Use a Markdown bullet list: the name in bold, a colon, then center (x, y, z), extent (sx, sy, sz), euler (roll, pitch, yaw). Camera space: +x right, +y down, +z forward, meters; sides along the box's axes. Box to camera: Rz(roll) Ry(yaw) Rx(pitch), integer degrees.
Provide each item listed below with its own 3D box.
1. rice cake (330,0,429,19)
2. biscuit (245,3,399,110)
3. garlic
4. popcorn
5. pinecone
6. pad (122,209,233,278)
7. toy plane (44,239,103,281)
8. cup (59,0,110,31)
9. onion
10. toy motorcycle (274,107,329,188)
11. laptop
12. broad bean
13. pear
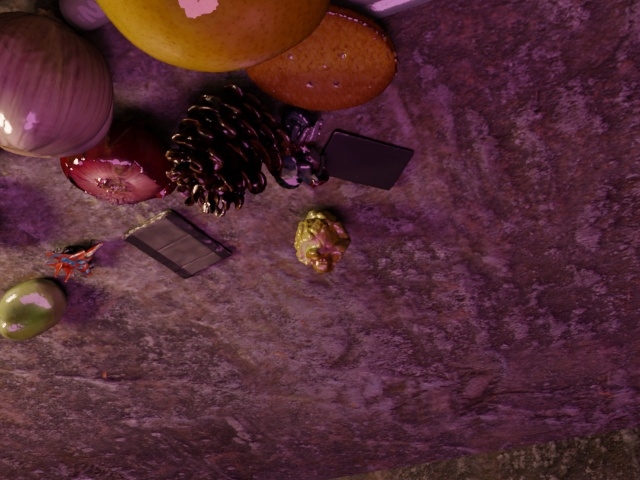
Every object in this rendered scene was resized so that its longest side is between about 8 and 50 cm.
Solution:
- **rice cake**: center (0.114, -0.441, 1.475), extent (0.221, 0.042, 0.080), euler (-16, 141, 18)
- **biscuit**: center (-0.001, -0.345, 1.559), extent (0.305, 0.038, 0.305), euler (4, 153, 2)
- **garlic**: center (-0.507, -0.279, 1.468), extent (0.317, 0.260, 0.317), euler (10, 175, 1)
- **popcorn**: center (0.000, 0.000, 1.964), extent (0.125, 0.126, 0.145), euler (-4, 127, -40)
- **pinecone**: center (-0.186, -0.179, 1.634), extent (0.224, 0.272, 0.224), euler (27, 142, 23)
- **pad**: center (-0.354, 0.014, 2.048), extent (0.174, 0.022, 0.233), euler (-27, 137, 27)
- **toy plane**: center (-0.594, 0.038, 2.035), extent (0.189, 0.061, 0.130), euler (-33, 132, 27)
- **cup**: center (-0.380, -0.427, 1.424), extent (0.141, 0.120, 0.120), euler (-13, 142, 35)
- **onion**: center (-0.411, -0.163, 1.710), extent (0.247, 0.161, 0.248), euler (7, 142, 6)
- **toy motorcycle**: center (-0.034, -0.184, 1.749), extent (0.122, 0.082, 0.213), euler (10, 136, 0)
- **laptop**: center (0.094, -0.178, 1.831), extent (0.197, 0.016, 0.135), euler (13, 138, -20)
- **broad bean**: center (-0.766, 0.186, 2.187), extent (0.169, 0.100, 0.228), euler (9, 139, -24)
- **pear**: center (-0.176, -0.436, 1.217), extent (0.418, 0.363, 0.362), euler (14, 139, -27)
